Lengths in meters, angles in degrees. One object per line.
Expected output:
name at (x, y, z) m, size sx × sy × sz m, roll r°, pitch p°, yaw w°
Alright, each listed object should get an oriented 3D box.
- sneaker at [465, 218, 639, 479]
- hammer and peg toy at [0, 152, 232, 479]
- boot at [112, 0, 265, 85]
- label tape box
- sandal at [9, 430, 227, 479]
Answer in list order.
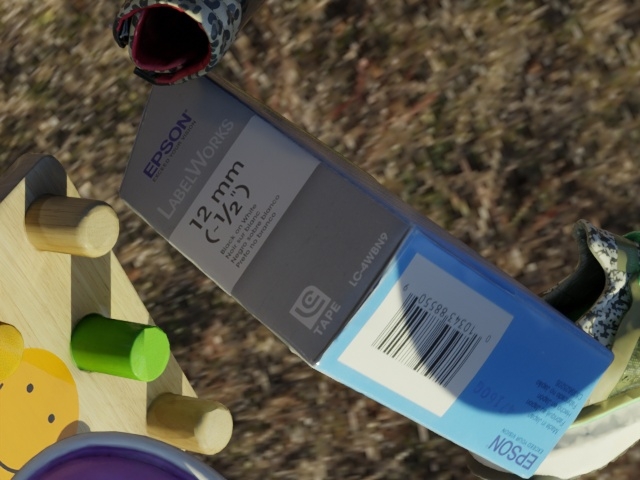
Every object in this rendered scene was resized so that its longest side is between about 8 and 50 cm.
sneaker at (0.289, 0.053, 1.576) m, size 0.410 × 0.158 × 0.182 m, roll -29°, pitch 116°, yaw -18°
hammer and peg toy at (-0.177, 0.160, 1.168) m, size 0.266 × 0.127 × 0.361 m, roll -52°, pitch 132°, yaw -33°
boot at (-0.091, -0.181, 1.209) m, size 0.085 × 0.236 × 0.178 m, roll 49°, pitch 59°, yaw -22°
label tape box at (0.000, 0.000, 1.234) m, size 0.249 × 0.347 × 0.115 m, roll 31°, pitch 94°, yaw -46°
sandal at (-0.092, 0.286, 0.705) m, size 0.169 × 0.102 × 0.416 m, roll 8°, pitch 88°, yaw 3°
